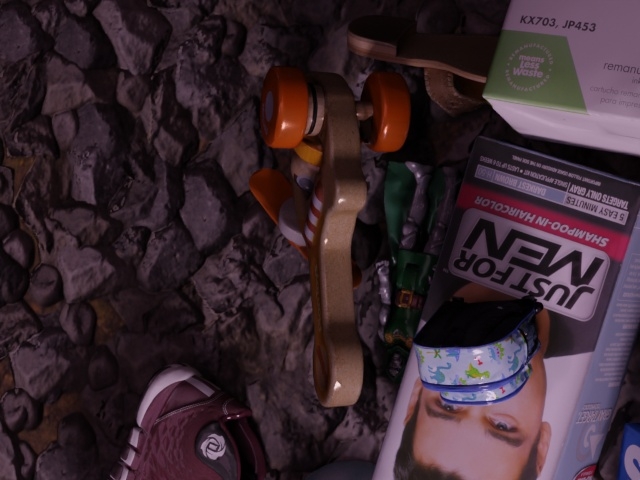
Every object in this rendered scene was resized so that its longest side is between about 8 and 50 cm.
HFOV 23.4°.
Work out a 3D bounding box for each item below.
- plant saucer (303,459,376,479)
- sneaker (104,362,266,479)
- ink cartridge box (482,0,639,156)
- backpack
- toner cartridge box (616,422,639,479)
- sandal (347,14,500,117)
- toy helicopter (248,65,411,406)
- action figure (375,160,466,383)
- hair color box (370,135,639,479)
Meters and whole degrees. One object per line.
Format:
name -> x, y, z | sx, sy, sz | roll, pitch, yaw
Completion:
plant saucer -> 0.029, 0.334, 1.656 | 0.195, 0.037, 0.195 | -1, 87, 31
sneaker -> -0.155, 0.292, 1.730 | 0.162, 0.106, 0.281 | 23, 98, 26
ink cartridge box -> 0.306, -0.263, 1.439 | 0.207, 0.119, 0.353 | 12, 79, 31
backpack -> 0.144, 0.106, 1.425 | 0.105, 0.114, 0.084 | -3, 105, 28
toner cartridge box -> 0.356, 0.282, 1.310 | 0.348, 0.075, 0.165 | -147, 61, -72
sandal -> 0.138, -0.170, 1.611 | 0.240, 0.088, 0.079 | 18, 130, 25
toy helicopter -> 0.000, 0.000, 1.612 | 0.235, 0.140, 0.355 | 139, 130, -67
action figure -> 0.103, 0.036, 1.615 | 0.137, 0.063, 0.232 | 9, 90, 39
hair color box -> 0.200, 0.104, 1.524 | 0.185, 0.113, 0.374 | 20, 98, 30
